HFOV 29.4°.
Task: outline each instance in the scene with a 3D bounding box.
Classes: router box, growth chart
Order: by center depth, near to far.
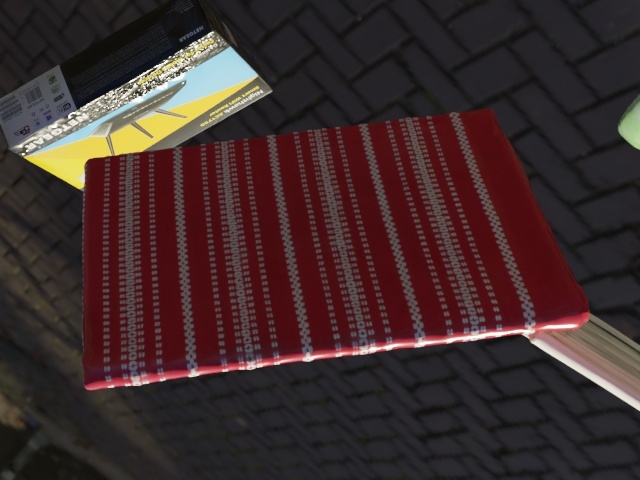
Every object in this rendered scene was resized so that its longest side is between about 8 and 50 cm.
[{"bbox_3d":[-0.141,-0.111,0.944,0.046,0.179,0.133,65,-170,19],"label":"router box"},{"bbox_3d":[0.219,0.085,0.947,0.172,0.021,0.237,34,-169,13],"label":"growth chart"}]

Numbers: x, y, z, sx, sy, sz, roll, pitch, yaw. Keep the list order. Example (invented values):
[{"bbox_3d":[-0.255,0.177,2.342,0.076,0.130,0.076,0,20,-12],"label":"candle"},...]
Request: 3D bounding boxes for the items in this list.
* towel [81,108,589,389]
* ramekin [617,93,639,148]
[{"bbox_3d":[0.000,0.000,0.712,0.274,0.199,0.031,-7,129,-5],"label":"towel"},{"bbox_3d":[0.445,-0.140,1.138,0.148,0.303,0.303,56,153,12],"label":"ramekin"}]
